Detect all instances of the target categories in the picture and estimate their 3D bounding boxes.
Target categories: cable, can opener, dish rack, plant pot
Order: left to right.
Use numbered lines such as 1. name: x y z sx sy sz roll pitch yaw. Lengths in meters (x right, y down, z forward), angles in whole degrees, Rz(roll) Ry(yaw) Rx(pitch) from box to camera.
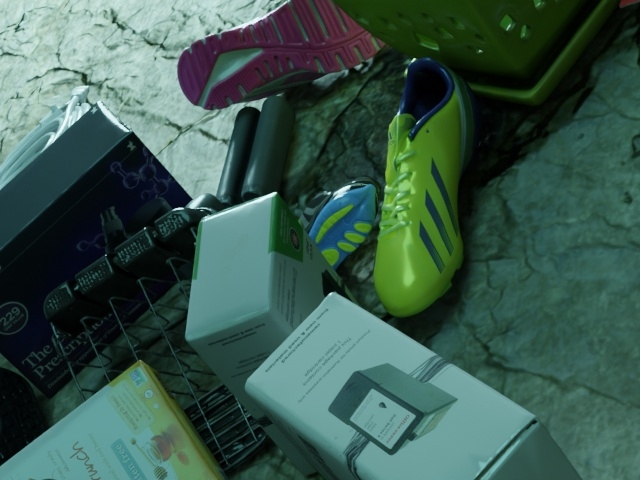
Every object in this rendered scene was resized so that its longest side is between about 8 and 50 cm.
1. cable: -0.331 -0.046 2.033 0.257 0.089 0.257 -45 18 9
2. dish rack: -0.148 0.117 1.712 0.208 0.074 0.271 -34 66 15
3. can opener: -0.086 -0.057 1.880 0.074 0.093 0.280 -18 36 29
4. plant pot: 0.169 -0.271 1.776 0.228 0.207 0.227 16 62 49

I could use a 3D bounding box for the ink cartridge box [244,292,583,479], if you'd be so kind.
1. ink cartridge box: 0.092 0.181 1.362 0.115 0.198 0.273 -46 36 -11

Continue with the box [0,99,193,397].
1. box: -0.264 0.010 1.876 0.261 0.184 0.103 -43 35 -4

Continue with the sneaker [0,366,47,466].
1. sneaker: -0.328 0.230 1.810 0.097 0.084 0.234 -55 30 21

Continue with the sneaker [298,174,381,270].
1. sneaker: 0.000 0.000 1.733 0.188 0.067 0.078 -41 10 40

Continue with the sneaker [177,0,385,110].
1. sneaker: -0.040 -0.223 1.994 0.252 0.103 0.111 -17 4 1

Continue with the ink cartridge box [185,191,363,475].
1. ink cartridge box: -0.027 0.086 1.566 0.087 0.208 0.153 -20 40 20

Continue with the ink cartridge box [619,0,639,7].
1. ink cartridge box: 0.436 -0.356 1.689 0.296 0.066 0.261 -14 30 39

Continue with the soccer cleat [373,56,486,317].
1. soccer cleat: 0.089 -0.054 1.685 0.093 0.121 0.289 -13 44 31

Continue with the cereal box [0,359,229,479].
1. cereal box: -0.211 0.250 1.624 0.240 0.047 0.173 -38 67 2
